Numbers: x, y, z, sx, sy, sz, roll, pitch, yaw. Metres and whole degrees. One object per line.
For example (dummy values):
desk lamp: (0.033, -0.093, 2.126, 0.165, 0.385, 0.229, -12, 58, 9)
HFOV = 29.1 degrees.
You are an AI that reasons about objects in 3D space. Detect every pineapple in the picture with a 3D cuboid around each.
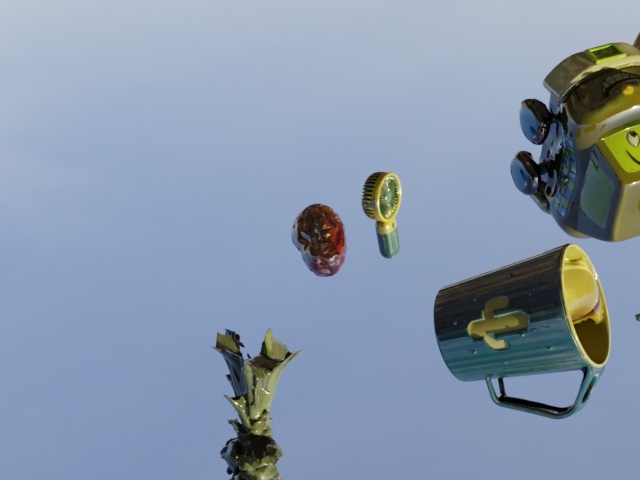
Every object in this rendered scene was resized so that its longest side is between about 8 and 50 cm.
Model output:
pineapple: (-0.072, 0.240, 1.395, 0.118, 0.278, 0.130, 4, -173, 24)

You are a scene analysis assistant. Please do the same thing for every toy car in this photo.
toy car: (0.373, -0.100, 1.543, 0.204, 0.248, 0.198, -16, -136, -17)

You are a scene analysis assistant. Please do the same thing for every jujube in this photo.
jujube: (0.000, 0.000, 1.676, 0.077, 0.077, 0.129, -4, -151, -8)

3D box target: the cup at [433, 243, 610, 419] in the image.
cup: (0.215, 0.104, 1.304, 0.155, 0.177, 0.131, -14, 173, 29)

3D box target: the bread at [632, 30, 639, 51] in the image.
bread: (0.558, -0.256, 1.757, 0.239, 0.240, 0.139, 10, -107, 17)

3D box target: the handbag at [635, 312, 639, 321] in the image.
handbag: (0.317, 0.098, 1.083, 0.047, 0.111, 0.072, -41, -173, -24)

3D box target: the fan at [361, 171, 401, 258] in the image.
fan: (0.103, -0.040, 2.039, 0.039, 0.155, 0.082, 7, -149, 31)
